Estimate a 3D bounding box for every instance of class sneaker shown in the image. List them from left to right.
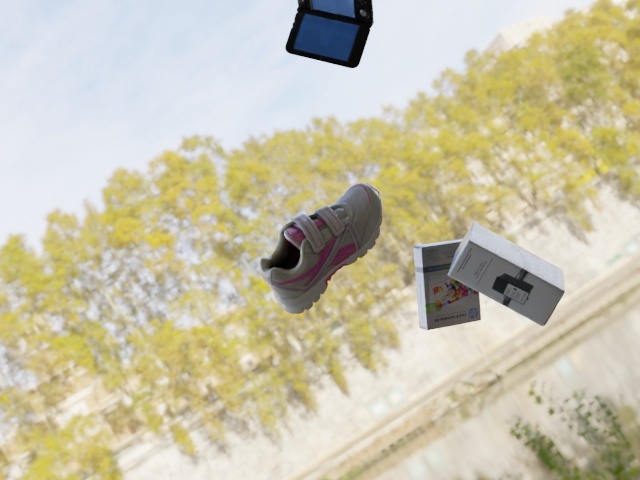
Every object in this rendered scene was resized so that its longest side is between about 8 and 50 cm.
[{"bbox_3d":[0.000,0.000,1.474,0.252,0.103,0.111,-50,-44,-4],"label":"sneaker"}]

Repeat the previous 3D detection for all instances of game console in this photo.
[{"bbox_3d":[0.011,-0.380,1.550,0.124,0.144,0.085,81,-149,-53],"label":"game console"}]

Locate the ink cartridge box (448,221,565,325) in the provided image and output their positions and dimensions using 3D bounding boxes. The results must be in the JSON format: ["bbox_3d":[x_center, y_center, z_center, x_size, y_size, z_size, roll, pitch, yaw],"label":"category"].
[{"bbox_3d":[0.366,0.063,1.765,0.086,0.208,0.153,-62,-4,20],"label":"ink cartridge box"}]

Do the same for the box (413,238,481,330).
[{"bbox_3d":[0.282,0.096,2.007,0.145,0.186,0.038,-7,8,-25],"label":"box"}]
